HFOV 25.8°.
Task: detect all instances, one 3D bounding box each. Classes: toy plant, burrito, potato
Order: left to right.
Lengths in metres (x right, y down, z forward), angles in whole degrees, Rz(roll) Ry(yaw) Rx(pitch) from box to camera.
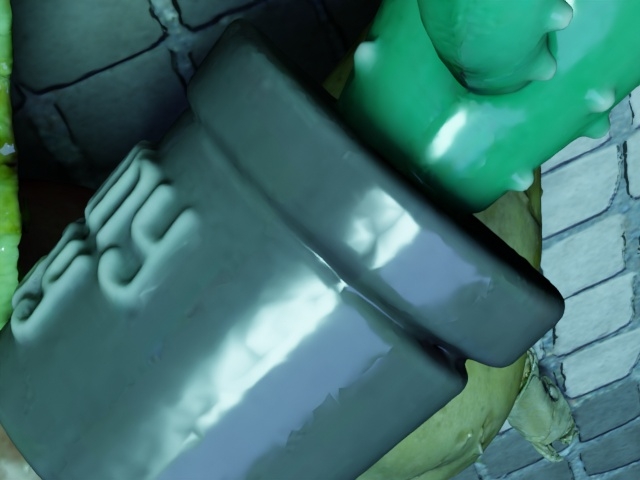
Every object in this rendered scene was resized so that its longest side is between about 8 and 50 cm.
[{"bbox_3d":[0.045,0.005,0.787,0.191,0.141,0.296,24,78,-47],"label":"potato"},{"bbox_3d":[0.040,-0.047,0.573,0.400,0.185,0.279,-47,151,6],"label":"toy plant"},{"bbox_3d":[0.179,0.140,1.171,0.055,0.041,0.149,-40,138,-1],"label":"burrito"}]

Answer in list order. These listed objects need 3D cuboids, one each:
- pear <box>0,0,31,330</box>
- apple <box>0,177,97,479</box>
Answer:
[{"bbox_3d":[-0.258,-0.085,0.567,0.281,0.176,0.286,-7,139,-16],"label":"pear"},{"bbox_3d":[-0.197,0.140,0.783,0.344,0.269,0.345,-14,141,-11],"label":"apple"}]
